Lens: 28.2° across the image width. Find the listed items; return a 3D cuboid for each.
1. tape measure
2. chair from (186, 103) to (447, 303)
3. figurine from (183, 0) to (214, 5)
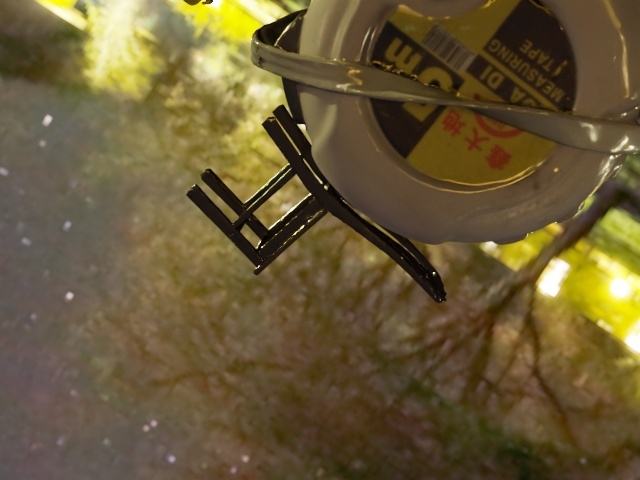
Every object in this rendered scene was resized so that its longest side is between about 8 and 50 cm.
[{"bbox_3d":[0.078,-0.097,0.701,0.236,0.197,0.120,38,-169,-4],"label":"tape measure"},{"bbox_3d":[0.000,0.000,1.058,0.212,0.101,0.084,48,-166,-7],"label":"chair"},{"bbox_3d":[-0.119,-0.338,1.347,0.129,0.178,0.109,41,170,11],"label":"figurine"}]
